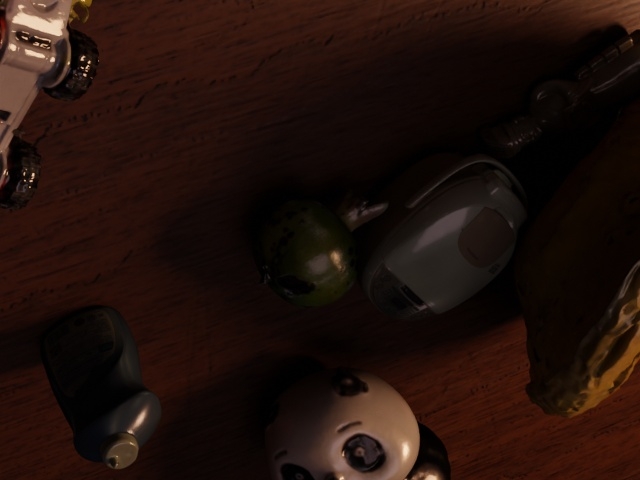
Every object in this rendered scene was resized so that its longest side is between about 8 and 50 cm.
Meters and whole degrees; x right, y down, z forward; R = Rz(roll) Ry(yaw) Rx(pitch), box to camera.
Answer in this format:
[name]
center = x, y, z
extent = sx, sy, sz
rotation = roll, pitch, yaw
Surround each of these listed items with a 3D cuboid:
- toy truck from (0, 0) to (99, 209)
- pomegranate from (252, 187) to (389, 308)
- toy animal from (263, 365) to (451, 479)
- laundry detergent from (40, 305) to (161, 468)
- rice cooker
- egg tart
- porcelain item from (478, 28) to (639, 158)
[toy truck]
center = -0.296, -0.112, 0.963
extent = 0.136, 0.111, 0.286
rotation = 11, 120, -49
[pomegranate]
center = 0.000, 0.000, 1.183
extent = 0.161, 0.122, 0.122
rotation = -40, 131, -9
[toy animal]
center = 0.038, 0.254, 1.339
extent = 0.187, 0.165, 0.235
rotation = -26, 134, 14
[laundry detergent]
center = -0.215, 0.150, 1.116
extent = 0.096, 0.206, 0.061
rotation = -19, 127, -12
[rice cooker]
center = 0.125, -0.008, 1.233
extent = 0.206, 0.127, 0.145
rotation = -45, 130, 3
[egg tart]
center = 0.336, -0.011, 1.235
extent = 0.443, 0.178, 0.443
rotation = -50, 168, -15
[porcelain item]
center = 0.277, -0.153, 1.255
extent = 0.213, 0.054, 0.084
rotation = -30, 128, -4
